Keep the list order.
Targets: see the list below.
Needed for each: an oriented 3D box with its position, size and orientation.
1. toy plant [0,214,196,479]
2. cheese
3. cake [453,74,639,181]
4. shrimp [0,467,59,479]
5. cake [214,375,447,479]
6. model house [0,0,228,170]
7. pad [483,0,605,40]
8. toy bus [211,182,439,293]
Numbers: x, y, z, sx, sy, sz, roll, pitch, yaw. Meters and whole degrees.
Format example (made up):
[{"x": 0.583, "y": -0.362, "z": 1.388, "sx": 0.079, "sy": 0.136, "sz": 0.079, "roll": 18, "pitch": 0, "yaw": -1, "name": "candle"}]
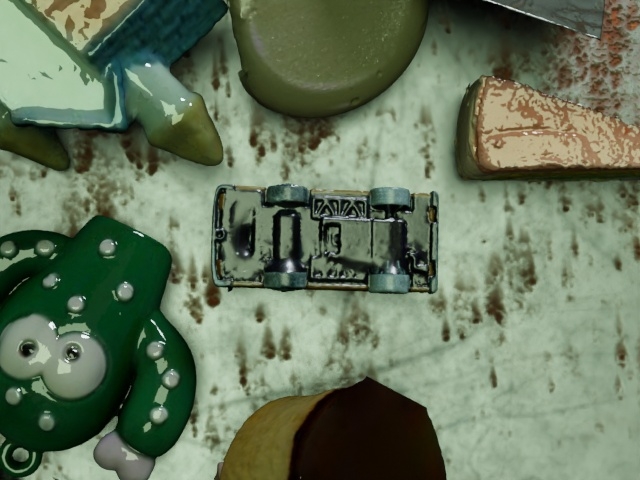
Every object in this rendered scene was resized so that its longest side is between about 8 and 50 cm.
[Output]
[{"x": -0.228, "y": 0.098, "z": 0.897, "sx": 0.232, "sy": 0.112, "sz": 0.243, "roll": 0, "pitch": 79, "yaw": -4, "name": "toy plant"}, {"x": 0.011, "y": -0.206, "z": 0.922, "sx": 0.202, "sy": 0.091, "sz": 0.175, "roll": -18, "pitch": 112, "yaw": -13, "name": "cheese"}, {"x": 0.234, "y": -0.076, "z": 0.929, "sx": 0.225, "sy": 0.109, "sz": 0.090, "roll": 18, "pitch": 85, "yaw": 0, "name": "cake"}, {"x": -0.228, "y": 0.259, "z": 0.918, "sx": 0.174, "sy": 0.076, "sz": 0.082, "roll": 28, "pitch": 44, "yaw": 5, "name": "shrimp"}, {"x": -0.011, "y": 0.226, "z": 0.880, "sx": 0.208, "sy": 0.178, "sz": 0.185, "roll": -45, "pitch": 111, "yaw": -37, "name": "cake"}, {"x": -0.213, "y": -0.184, "z": 0.909, "sx": 0.325, "sy": 0.194, "sz": 0.267, "roll": 45, "pitch": 82, "yaw": -12, "name": "model house"}, {"x": 0.097, "y": -0.320, "z": 0.929, "sx": 0.367, "sy": 0.007, "sz": 0.247, "roll": 18, "pitch": 51, "yaw": 0, "name": "pad"}, {"x": 0.000, "y": 0.000, "z": 0.912, "sx": 0.201, "sy": 0.114, "sz": 0.098, "roll": 2, "pitch": 86, "yaw": -7, "name": "toy bus"}]
